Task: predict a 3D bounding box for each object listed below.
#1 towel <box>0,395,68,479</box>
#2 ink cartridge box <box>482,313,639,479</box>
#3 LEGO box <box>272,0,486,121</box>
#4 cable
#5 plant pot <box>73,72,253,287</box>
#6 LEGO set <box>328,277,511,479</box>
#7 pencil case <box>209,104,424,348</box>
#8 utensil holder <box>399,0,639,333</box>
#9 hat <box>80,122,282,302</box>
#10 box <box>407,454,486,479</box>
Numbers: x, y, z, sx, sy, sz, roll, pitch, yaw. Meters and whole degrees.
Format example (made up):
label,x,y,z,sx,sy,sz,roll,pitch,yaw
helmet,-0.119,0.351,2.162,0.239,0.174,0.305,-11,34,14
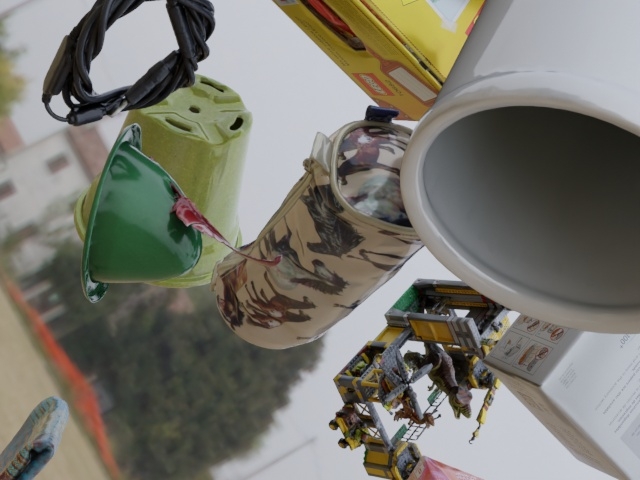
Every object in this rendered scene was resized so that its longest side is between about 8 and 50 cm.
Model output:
label,x,y,z,sx,sy,sz,roll,pitch,yaw
towel,-0.368,0.283,1.371,0.040,0.271,0.370,43,-7,-5
ink cartridge box,0.398,0.126,1.575,0.272,0.309,0.130,46,-11,-24
LEGO box,0.091,-0.458,1.787,0.500,0.372,0.193,42,-18,-31
cable,-0.159,-0.169,1.156,0.184,0.150,0.047,-54,-126,40
plant pot,-0.222,-0.111,2.023,0.276,0.276,0.254,54,-44,35
LEGO set,0.187,0.208,1.919,0.192,0.331,0.255,2,-62,44
pencil case,0.000,0.000,1.598,0.183,0.160,0.410,33,-34,-9
utensil holder,0.293,-0.156,1.305,0.327,0.385,0.327,18,-34,12
hat,-0.117,-0.002,1.239,0.208,0.183,0.173,-75,176,-52
box,0.132,0.449,1.647,0.142,0.300,0.154,24,16,-19
